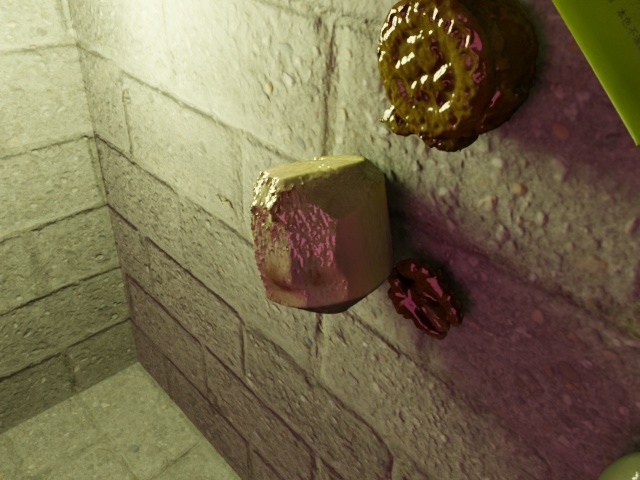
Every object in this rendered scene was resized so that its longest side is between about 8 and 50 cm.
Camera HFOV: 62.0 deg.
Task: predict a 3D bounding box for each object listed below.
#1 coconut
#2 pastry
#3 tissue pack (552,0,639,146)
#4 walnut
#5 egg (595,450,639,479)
[{"bbox_3d":[0.000,0.000,1.067,0.297,0.297,0.310,9,113,48],"label":"coconut"},{"bbox_3d":[0.205,-0.261,0.809,0.240,0.132,0.235,36,144,42],"label":"pastry"},{"bbox_3d":[0.373,-0.273,0.540,0.275,0.167,0.200,61,151,3],"label":"tissue pack"},{"bbox_3d":[0.209,0.110,1.058,0.170,0.069,0.143,51,140,15],"label":"walnut"},{"bbox_3d":[0.502,0.431,0.795,0.186,0.186,0.253,5,116,49],"label":"egg"}]
